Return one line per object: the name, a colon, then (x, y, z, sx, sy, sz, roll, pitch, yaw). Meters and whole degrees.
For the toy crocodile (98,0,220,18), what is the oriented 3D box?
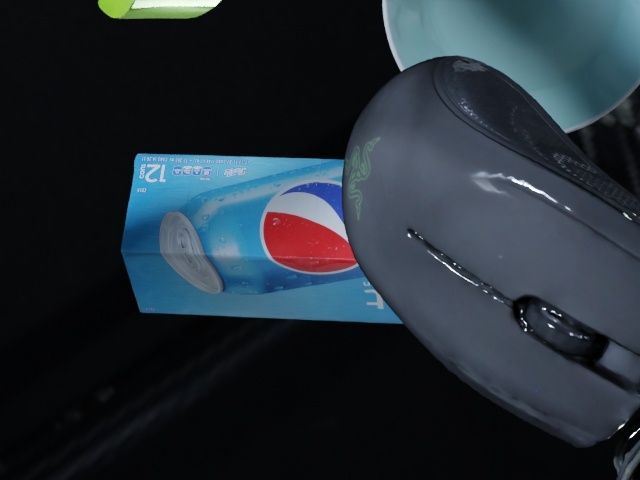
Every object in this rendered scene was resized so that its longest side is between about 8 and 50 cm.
toy crocodile: (-0.133, -0.253, 0.869, 0.115, 0.340, 0.105, -22, -19, -45)

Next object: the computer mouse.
computer mouse: (0.092, 0.007, 0.842, 0.072, 0.272, 0.188, -8, -54, -41)

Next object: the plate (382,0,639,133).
plate: (0.131, -0.157, 1.198, 0.188, 0.024, 0.188, -1, -72, -4)

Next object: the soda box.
soda box: (0.000, 0.000, 1.043, 0.210, 0.067, 0.071, 1, -31, 6)
